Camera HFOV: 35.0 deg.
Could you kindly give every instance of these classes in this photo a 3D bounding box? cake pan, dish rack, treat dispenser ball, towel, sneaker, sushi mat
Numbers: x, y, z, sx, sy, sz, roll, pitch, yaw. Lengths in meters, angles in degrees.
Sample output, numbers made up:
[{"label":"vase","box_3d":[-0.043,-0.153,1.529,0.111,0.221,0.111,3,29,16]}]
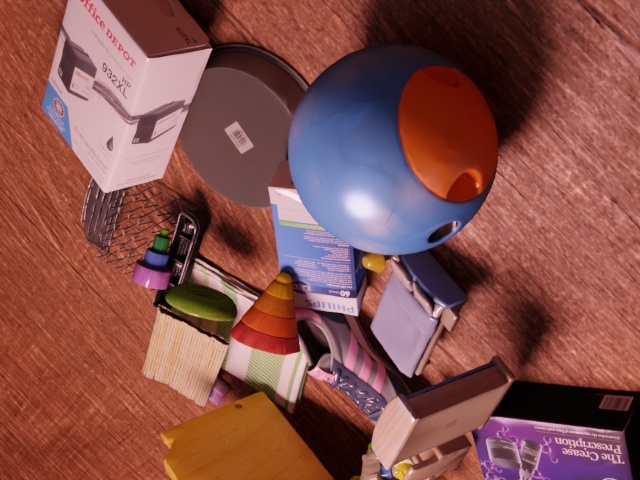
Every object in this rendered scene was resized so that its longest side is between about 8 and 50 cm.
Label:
[{"label":"cake pan","box_3d":[-0.122,-0.177,1.679,0.293,0.054,0.293,18,128,25]},{"label":"dish rack","box_3d":[-0.344,-0.018,1.900,0.271,0.074,0.208,30,116,17]},{"label":"treat dispenser ball","box_3d":[0.099,-0.123,1.396,0.288,0.288,0.288,18,128,25]},{"label":"towel","box_3d":[-0.164,0.177,1.961,0.325,0.038,0.248,27,132,17]},{"label":"sneaker","box_3d":[0.044,0.235,1.760,0.319,0.131,0.112,53,135,8]},{"label":"sushi mat","box_3d":[-0.268,0.231,1.980,0.151,0.019,0.316,27,147,1]}]

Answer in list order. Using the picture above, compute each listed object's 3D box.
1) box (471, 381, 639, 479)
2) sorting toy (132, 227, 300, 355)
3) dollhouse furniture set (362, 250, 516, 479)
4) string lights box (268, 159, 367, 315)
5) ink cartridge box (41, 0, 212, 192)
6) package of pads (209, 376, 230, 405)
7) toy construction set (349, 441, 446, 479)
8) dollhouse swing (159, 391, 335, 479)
[{"label":"box","box_3d":[0.389,0.335,1.637,0.261,0.103,0.184,0,122,35]},{"label":"sorting toy","box_3d":[-0.171,0.070,1.732,0.365,0.127,0.126,24,102,32]},{"label":"dollhouse furniture set","box_3d":[0.108,0.201,1.620,0.303,0.198,0.286,54,143,31]},{"label":"string lights box","box_3d":[0.000,0.000,1.655,0.133,0.077,0.260,7,132,14]},{"label":"ink cartridge box","box_3d":[-0.327,-0.268,1.672,0.223,0.129,0.307,51,137,21]},{"label":"package of pads","box_3d":[-0.228,0.297,2.090,0.083,0.032,0.050,39,134,7]},{"label":"toy construction set","box_3d":[0.173,0.491,1.872,0.215,0.151,0.328,-15,114,21]},{"label":"dollhouse swing","box_3d":[-0.099,0.522,1.899,0.347,0.315,0.305,44,142,41]}]
